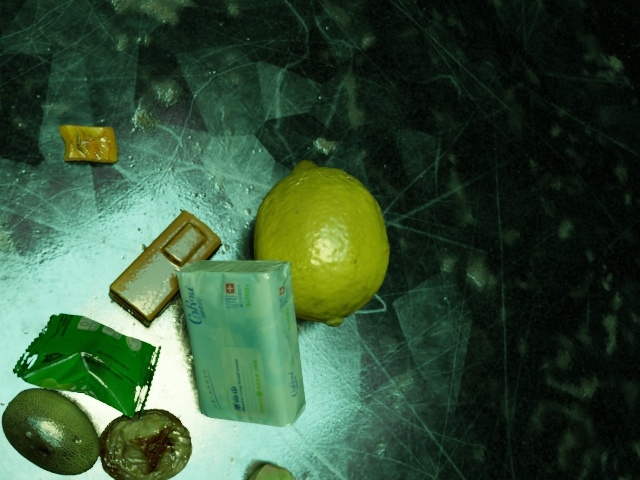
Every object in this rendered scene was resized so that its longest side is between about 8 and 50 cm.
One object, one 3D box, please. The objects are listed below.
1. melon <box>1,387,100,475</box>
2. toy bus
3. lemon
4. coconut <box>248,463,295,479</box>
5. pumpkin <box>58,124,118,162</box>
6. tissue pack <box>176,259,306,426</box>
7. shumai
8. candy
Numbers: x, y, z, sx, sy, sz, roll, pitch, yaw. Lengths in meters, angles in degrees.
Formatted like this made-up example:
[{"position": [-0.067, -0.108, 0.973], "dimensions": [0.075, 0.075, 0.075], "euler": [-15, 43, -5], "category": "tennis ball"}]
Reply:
[{"position": [-0.411, 0.295, 0.813], "dimensions": [0.162, 0.099, 0.099], "euler": [42, 66, -7], "category": "melon"}, {"position": [-0.267, 0.043, 0.925], "dimensions": [0.098, 0.114, 0.201], "euler": [41, 66, -5], "category": "toy bus"}, {"position": [0.000, 0.000, 0.964], "dimensions": [0.245, 0.245, 0.319], "euler": [-1, 72, -20], "category": "lemon"}, {"position": [-0.080, 0.426, 0.903], "dimensions": [0.082, 0.081, 0.083], "euler": [10, 60, -29], "category": "coconut"}, {"position": [-0.430, -0.182, 0.976], "dimensions": [0.101, 0.035, 0.073], "euler": [-4, 74, -18], "category": "pumpkin"}, {"position": [-0.127, 0.166, 0.866], "dimensions": [0.177, 0.089, 0.263], "euler": [-1, 102, 20], "category": "tissue pack"}, {"position": [-0.290, 0.336, 0.854], "dimensions": [0.139, 0.105, 0.123], "euler": [4, 76, 8], "category": "shumai"}, {"position": [-0.366, 0.195, 0.853], "dimensions": [0.203, 0.078, 0.141], "euler": [22, 50, -15], "category": "candy"}]
